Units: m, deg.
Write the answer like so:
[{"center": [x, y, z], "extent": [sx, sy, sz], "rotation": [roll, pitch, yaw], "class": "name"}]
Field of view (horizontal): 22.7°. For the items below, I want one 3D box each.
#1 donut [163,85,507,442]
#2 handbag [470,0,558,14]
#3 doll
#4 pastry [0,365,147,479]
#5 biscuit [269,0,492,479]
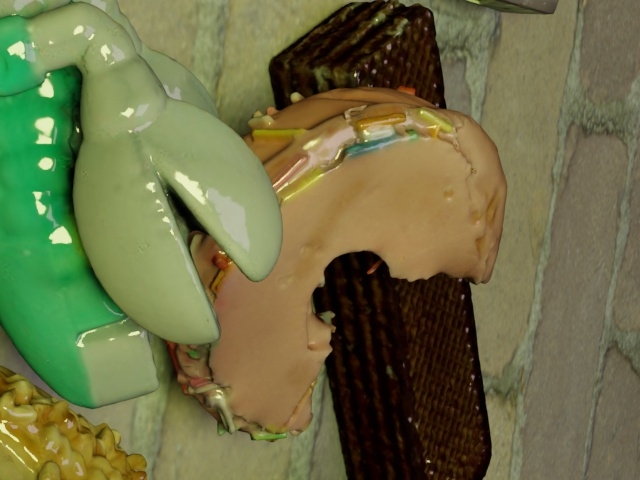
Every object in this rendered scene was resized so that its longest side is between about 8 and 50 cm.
[{"center": [0.000, 0.000, 0.932], "extent": [0.233, 0.085, 0.199], "rotation": [-36, 139, -12], "class": "donut"}, {"center": [0.146, -0.257, 1.180], "extent": [0.117, 0.095, 0.173], "rotation": [-3, 102, -62], "class": "handbag"}, {"center": [-0.104, -0.042, 0.751], "extent": [0.258, 0.153, 0.195], "rotation": [77, -1, -51], "class": "doll"}, {"center": [-0.166, 0.209, 0.714], "extent": [0.255, 0.162, 0.311], "rotation": [11, 89, -61], "class": "pastry"}, {"center": [0.049, 0.030, 1.108], "extent": [0.107, 0.073, 0.388], "rotation": [-43, 131, -45], "class": "biscuit"}]
